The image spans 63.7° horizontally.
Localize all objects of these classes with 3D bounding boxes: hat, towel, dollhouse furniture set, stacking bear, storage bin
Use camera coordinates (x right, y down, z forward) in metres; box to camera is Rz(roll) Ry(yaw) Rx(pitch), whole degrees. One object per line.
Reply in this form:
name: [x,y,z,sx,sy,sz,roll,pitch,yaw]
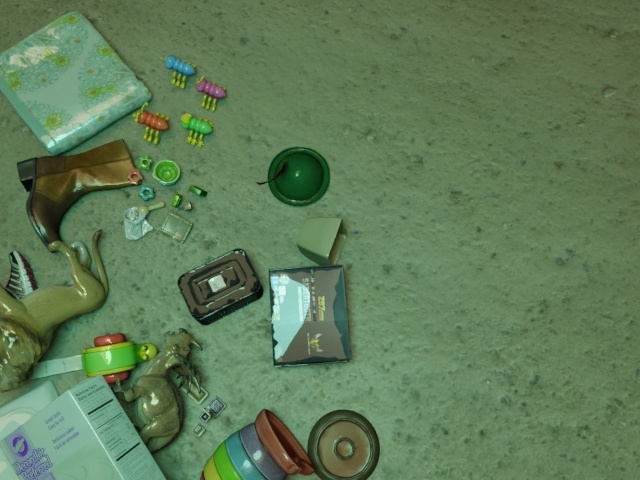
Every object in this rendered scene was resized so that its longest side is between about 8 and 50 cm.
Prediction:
hat: [-0.059,-0.193,1.323,0.172,0.184,0.209,7,71,1]
towel: [-0.713,-0.450,1.453,0.320,0.090,0.374,-38,76,-12]
dollhouse furniture set: [-0.358,-0.073,1.362,0.076,0.058,0.152,26,91,0]
stacking bear: [-0.182,0.515,1.094,0.289,0.175,0.164,-40,62,-5]
dollhouse furniture set: [-0.290,0.373,1.175,0.114,0.081,0.091,39,74,12]
storage bin: [-0.243,0.114,1.266,0.180,0.084,0.122,-26,73,-10]

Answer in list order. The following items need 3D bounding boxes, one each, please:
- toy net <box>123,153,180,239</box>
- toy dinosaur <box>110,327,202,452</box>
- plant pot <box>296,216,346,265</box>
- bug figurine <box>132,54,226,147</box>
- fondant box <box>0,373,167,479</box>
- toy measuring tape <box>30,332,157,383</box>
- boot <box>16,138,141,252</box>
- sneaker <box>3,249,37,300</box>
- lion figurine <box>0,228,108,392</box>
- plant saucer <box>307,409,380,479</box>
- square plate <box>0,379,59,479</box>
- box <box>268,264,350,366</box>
toy net: [-0.464,-0.116,1.348,0.122,0.045,0.232,25,70,-12]
toy dinosaur: [-0.350,0.360,1.140,0.200,0.127,0.296,-3,96,-30]
plant pot: [0.000,0.000,1.304,0.096,0.109,0.109,16,71,15]
bug figurine: [-0.383,-0.392,1.433,0.216,0.072,0.279,19,71,-5]
fondant box: [-0.453,0.470,1.020,0.238,0.096,0.330,-36,84,19]
toy measuring tape: [-0.544,0.281,1.182,0.329,0.121,0.122,-9,71,-5]
boot: [-0.618,-0.121,1.361,0.280,0.096,0.264,-16,71,-19]
sneaker: [-0.749,0.106,1.270,0.074,0.063,0.171,-22,77,-15]
lion figurine: [-0.624,0.150,1.196,0.392,0.142,0.240,-35,91,-34]
plant saucer: [0.053,0.474,1.175,0.168,0.029,0.169,0,71,0]
square plate: [-0.690,0.532,1.102,0.343,0.049,0.347,-27,71,-20]
box: [-0.028,0.180,1.241,0.183,0.059,0.233,-3,82,-3]
